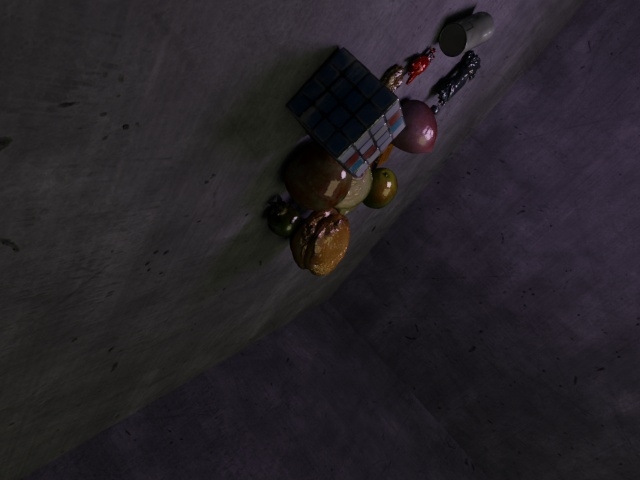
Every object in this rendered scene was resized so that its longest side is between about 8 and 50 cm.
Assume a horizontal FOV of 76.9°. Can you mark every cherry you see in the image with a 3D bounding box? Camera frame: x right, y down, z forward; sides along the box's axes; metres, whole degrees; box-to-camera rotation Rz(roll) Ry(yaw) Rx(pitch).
[{"bbox_3d":[0.430,-0.518,1.860,0.239,0.239,0.206,-40,156,-11],"label":"cherry"}]

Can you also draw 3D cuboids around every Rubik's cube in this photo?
[{"bbox_3d":[0.091,-0.394,1.298,0.259,0.256,0.253,-45,165,9],"label":"Rubik's cube"}]

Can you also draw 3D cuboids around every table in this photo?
[{"bbox_3d":[0.593,-0.835,1.632,0.220,0.126,0.126,-34,161,-30],"label":"table"}]

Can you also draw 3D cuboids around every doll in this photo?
[{"bbox_3d":[0.409,-0.711,1.625,0.169,0.057,0.109,-38,161,-16],"label":"doll"}]

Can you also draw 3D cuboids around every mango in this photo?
[{"bbox_3d":[0.318,-0.279,2.271,0.225,0.201,0.382,-64,178,-9],"label":"mango"}]

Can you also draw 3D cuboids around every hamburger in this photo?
[{"bbox_3d":[0.000,0.000,1.765,0.290,0.170,0.314,-47,151,-25],"label":"hamburger"}]

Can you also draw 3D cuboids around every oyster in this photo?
[{"bbox_3d":[0.252,-0.550,1.649,0.128,0.078,0.345,-40,163,-44],"label":"oyster"}]

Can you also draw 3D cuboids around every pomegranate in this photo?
[{"bbox_3d":[-0.162,-0.094,1.675,0.148,0.148,0.169,-43,139,-3],"label":"pomegranate"}]

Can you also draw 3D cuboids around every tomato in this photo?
[{"bbox_3d":[0.006,-0.236,1.545,0.270,0.223,0.270,-37,163,-13],"label":"tomato"}]

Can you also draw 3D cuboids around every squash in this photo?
[{"bbox_3d":[0.109,-0.256,1.752,0.252,0.252,0.049,-41,-156,-9],"label":"squash"}]

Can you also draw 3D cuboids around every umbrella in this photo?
[{"bbox_3d":[0.658,-0.776,2.001,0.349,0.094,0.143,-51,145,5],"label":"umbrella"}]

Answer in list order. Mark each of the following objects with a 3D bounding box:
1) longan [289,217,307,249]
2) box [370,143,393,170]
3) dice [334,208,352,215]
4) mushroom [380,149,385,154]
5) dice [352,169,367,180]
[{"bbox_3d":[-0.052,-0.002,2.021,0.248,0.248,0.248,-40,164,-14],"label":"longan"},{"bbox_3d":[0.257,-0.414,2.007,0.237,0.070,0.152,-38,164,-27],"label":"box"},{"bbox_3d":[0.096,-0.226,1.903,0.169,0.166,0.169,-41,164,-11],"label":"dice"},{"bbox_3d":[0.171,-0.415,1.573,0.209,0.206,0.206,-58,179,-45],"label":"mushroom"},{"bbox_3d":[0.134,-0.303,1.671,0.091,0.094,0.093,2,111,-23],"label":"dice"}]
